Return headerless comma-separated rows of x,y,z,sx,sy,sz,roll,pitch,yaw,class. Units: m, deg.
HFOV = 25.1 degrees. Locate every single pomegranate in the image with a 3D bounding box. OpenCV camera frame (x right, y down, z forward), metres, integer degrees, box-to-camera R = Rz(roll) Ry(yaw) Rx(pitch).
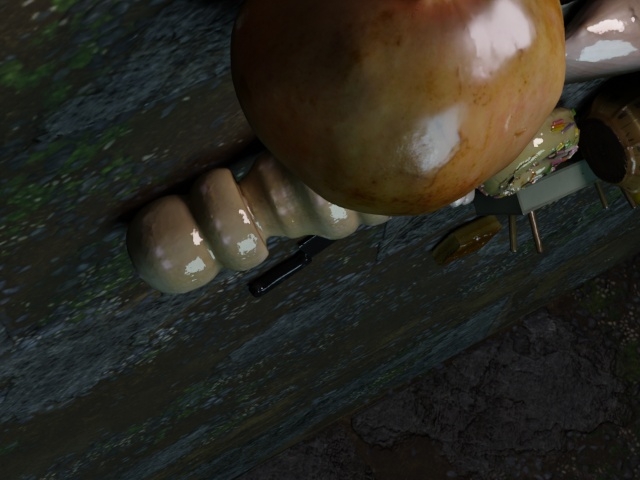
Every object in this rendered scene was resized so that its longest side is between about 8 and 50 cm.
0.063,-0.150,1.067,0.252,0.229,0.270,-25,160,-23,pomegranate

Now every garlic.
0.301,-0.218,1.554,0.266,0.128,0.148,-6,124,-60,garlic

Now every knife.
0.000,0.000,1.918,0.245,0.019,0.072,-35,162,8,knife

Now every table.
0.363,-0.067,2.140,0.240,0.111,0.121,-24,-168,-24,table

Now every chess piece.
-0.069,-0.029,1.446,0.261,0.143,0.143,-26,166,2,chess piece

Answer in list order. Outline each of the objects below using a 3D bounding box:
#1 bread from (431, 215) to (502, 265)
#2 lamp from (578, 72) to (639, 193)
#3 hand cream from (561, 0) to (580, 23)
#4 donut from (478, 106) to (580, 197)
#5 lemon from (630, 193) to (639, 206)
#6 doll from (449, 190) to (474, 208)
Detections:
0.240,0.000,2.365,0.094,0.035,0.090,-23,165,-28,bread
0.468,-0.158,2.034,0.185,0.161,0.161,-23,165,-20,lamp
0.207,-0.193,1.590,0.078,0.050,0.205,-24,162,-50,hand cream
0.280,-0.117,1.965,0.174,0.068,0.174,-28,165,-8,donut
0.549,-0.124,2.289,0.170,0.170,0.207,-36,161,23,lemon
0.112,-0.085,1.648,0.192,0.149,0.095,-17,121,-67,doll
